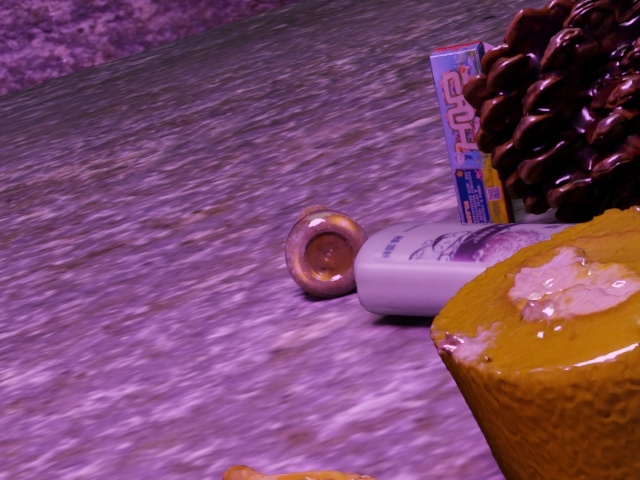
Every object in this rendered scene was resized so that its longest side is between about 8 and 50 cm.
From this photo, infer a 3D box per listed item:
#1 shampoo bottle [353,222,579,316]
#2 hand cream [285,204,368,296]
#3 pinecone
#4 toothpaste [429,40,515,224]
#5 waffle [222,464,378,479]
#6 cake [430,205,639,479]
[{"bbox_3d":[0.207,0.023,1.311,0.359,0.078,0.134,0,18,39],"label":"shampoo bottle"},{"bbox_3d":[0.000,0.000,1.572,0.084,0.084,0.203,-14,10,-2],"label":"hand cream"},{"bbox_3d":[0.269,-0.114,1.445,0.243,0.257,0.243,-34,1,0],"label":"pinecone"},{"bbox_3d":[0.163,-0.100,1.540,0.070,0.193,0.044,-8,16,16],"label":"toothpaste"},{"bbox_3d":[-0.038,0.227,0.838,0.382,0.095,0.379,-1,19,31],"label":"waffle"},{"bbox_3d":[0.181,0.085,1.002,0.179,0.156,0.260,-29,11,3],"label":"cake"}]
